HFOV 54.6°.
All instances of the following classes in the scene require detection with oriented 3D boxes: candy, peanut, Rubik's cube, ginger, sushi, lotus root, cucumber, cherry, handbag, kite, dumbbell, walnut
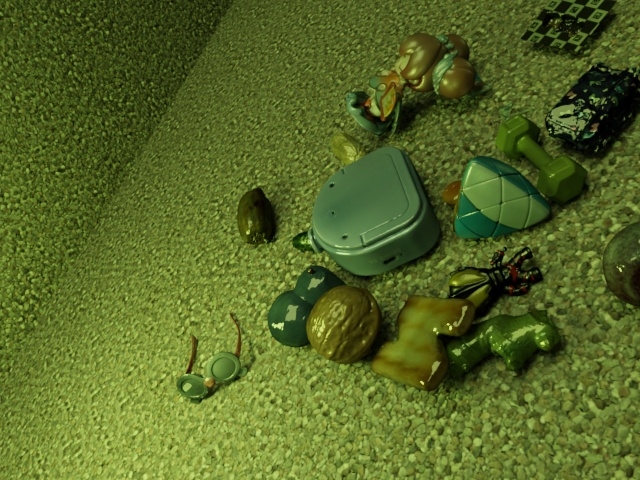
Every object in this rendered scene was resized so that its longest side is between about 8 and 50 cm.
[{"bbox_3d":[0.491,-0.501,2.016,0.088,0.038,0.136,-26,41,6],"label":"candy"},{"bbox_3d":[0.097,-0.312,2.156,0.090,0.098,0.214,-64,32,18],"label":"peanut"},{"bbox_3d":[0.492,-0.120,1.620,0.254,0.254,0.255,-24,43,25],"label":"Rubik's cube"},{"bbox_3d":[0.400,0.235,1.411,0.289,0.089,0.137,-13,61,31],"label":"ginger"},{"bbox_3d":[0.759,-0.654,1.896,0.192,0.050,0.215,-52,44,-2],"label":"sushi"},{"bbox_3d":[-0.236,-0.085,2.233,0.122,0.124,0.241,-20,44,13],"label":"lotus root"},{"bbox_3d":[0.000,0.000,1.994,0.227,0.069,0.069,-2,55,38],"label":"cucumber"},{"bbox_3d":[0.679,0.041,1.260,0.195,0.195,0.195,-24,43,25],"label":"cherry"},{"bbox_3d":[0.715,-0.341,1.606,0.260,0.113,0.162,-48,43,-8],"label":"handbag"},{"bbox_3d":[0.568,-0.367,1.851,0.152,0.005,0.137,-9,54,37],"label":"kite"},{"bbox_3d":[0.574,-0.220,1.631,0.121,0.108,0.302,-31,41,6],"label":"dumbbell"},{"bbox_3d":[0.067,0.218,1.638,0.213,0.213,0.213,-24,43,25],"label":"walnut"}]

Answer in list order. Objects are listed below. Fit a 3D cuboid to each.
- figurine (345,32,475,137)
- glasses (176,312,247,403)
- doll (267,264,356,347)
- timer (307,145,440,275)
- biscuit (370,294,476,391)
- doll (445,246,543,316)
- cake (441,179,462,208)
[{"bbox_3d":[0.298,-0.515,2.041,0.388,0.248,0.277,-41,33,35],"label":"figurine"},{"bbox_3d":[-0.337,0.373,1.995,0.234,0.118,0.268,-34,20,16],"label":"glasses"},{"bbox_3d":[-0.038,0.195,1.808,0.228,0.154,0.258,33,88,47],"label":"doll"},{"bbox_3d":[0.143,-0.067,1.830,0.394,0.173,0.395,-19,47,22],"label":"timer"},{"bbox_3d":[0.245,0.240,1.500,0.237,0.062,0.290,-59,16,-15],"label":"biscuit"},{"bbox_3d":[0.409,0.101,1.520,0.248,0.088,0.127,-24,43,20],"label":"doll"},{"bbox_3d":[0.392,-0.132,1.774,0.084,0.044,0.084,-26,41,26],"label":"cake"}]
